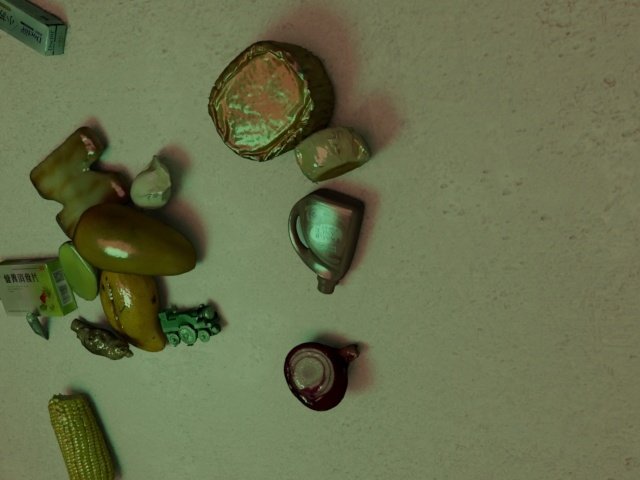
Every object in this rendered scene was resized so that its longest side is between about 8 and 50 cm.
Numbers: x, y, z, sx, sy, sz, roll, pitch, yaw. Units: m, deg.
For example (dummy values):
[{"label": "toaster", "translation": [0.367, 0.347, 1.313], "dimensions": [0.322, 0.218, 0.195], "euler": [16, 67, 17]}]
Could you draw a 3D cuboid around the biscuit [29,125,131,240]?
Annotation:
[{"label": "biscuit", "translation": [-0.659, -0.151, 1.486], "dimensions": [0.290, 0.062, 0.237], "euler": [-30, 96, 30]}]

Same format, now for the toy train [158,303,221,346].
[{"label": "toy train", "translation": [-0.356, 0.230, 1.490], "dimensions": [0.178, 0.071, 0.105], "euler": [-11, 100, 25]}]

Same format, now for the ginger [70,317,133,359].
[{"label": "ginger", "translation": [-0.638, 0.298, 1.578], "dimensions": [0.166, 0.080, 0.333], "euler": [41, 154, -23]}]

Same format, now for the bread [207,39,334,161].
[{"label": "bread", "translation": [-0.104, -0.298, 1.157], "dimensions": [0.253, 0.142, 0.228], "euler": [-29, 94, 26]}]

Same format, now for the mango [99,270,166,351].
[{"label": "mango", "translation": [-0.528, 0.190, 1.519], "dimensions": [0.176, 0.120, 0.295], "euler": [-1, 108, 25]}]

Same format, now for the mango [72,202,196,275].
[{"label": "mango", "translation": [-0.474, 0.008, 1.384], "dimensions": [0.316, 0.211, 0.173], "euler": [16, 83, -1]}]

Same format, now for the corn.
[{"label": "corn", "translation": [-0.787, 0.681, 1.797], "dimensions": [0.143, 0.144, 0.388], "euler": [-5, 103, 24]}]

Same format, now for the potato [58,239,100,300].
[{"label": "potato", "translation": [-0.695, 0.082, 1.578], "dimensions": [0.119, 0.054, 0.198], "euler": [-6, 117, 26]}]

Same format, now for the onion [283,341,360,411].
[{"label": "onion", "translation": [0.012, 0.324, 1.348], "dimensions": [0.198, 0.135, 0.173], "euler": [-28, 76, -10]}]

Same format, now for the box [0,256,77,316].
[{"label": "box", "translation": [-0.901, 0.148, 1.695], "dimensions": [0.260, 0.062, 0.175], "euler": [-3, 107, 25]}]

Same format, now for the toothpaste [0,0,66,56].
[{"label": "toothpaste", "translation": [-0.792, -0.584, 1.389], "dimensions": [0.312, 0.071, 0.089], "euler": [32, 121, 9]}]

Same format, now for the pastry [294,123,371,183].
[{"label": "pastry", "translation": [0.025, -0.181, 1.137], "dimensions": [0.165, 0.165, 0.088], "euler": [-21, 86, 28]}]

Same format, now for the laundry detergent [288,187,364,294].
[{"label": "laundry detergent", "translation": [0.000, 0.000, 1.256], "dimensions": [0.171, 0.076, 0.237], "euler": [22, 117, 16]}]

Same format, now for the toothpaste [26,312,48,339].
[{"label": "toothpaste", "translation": [-0.901, 0.272, 1.716], "dimensions": [0.048, 0.029, 0.197], "euler": [30, 146, 4]}]

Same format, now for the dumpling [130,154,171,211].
[{"label": "dumpling", "translation": [-0.432, -0.149, 1.374], "dimensions": [0.099, 0.169, 0.134], "euler": [-3, 76, -16]}]
